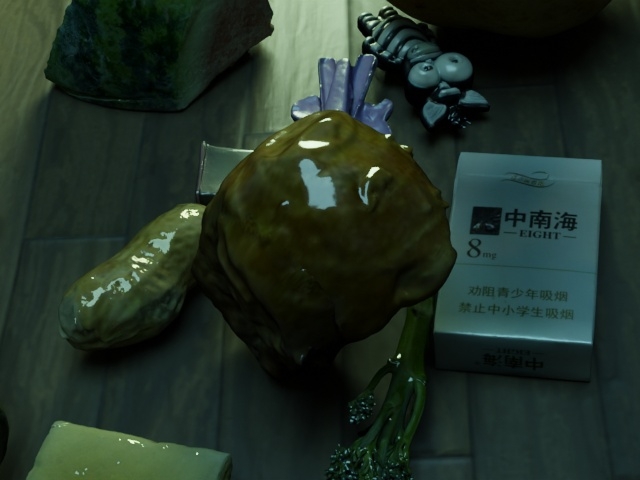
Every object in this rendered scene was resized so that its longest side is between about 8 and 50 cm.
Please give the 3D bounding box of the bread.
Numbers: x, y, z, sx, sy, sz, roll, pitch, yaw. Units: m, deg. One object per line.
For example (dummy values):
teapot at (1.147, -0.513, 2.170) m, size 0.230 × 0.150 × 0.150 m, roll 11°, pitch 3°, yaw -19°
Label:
bread at (-0.179, 0.239, 1.174) m, size 0.178 × 0.060 × 0.139 m, roll 9°, pitch 52°, yaw 15°

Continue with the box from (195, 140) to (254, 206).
box at (-0.103, -0.060, 1.427) m, size 0.063 × 0.060 × 0.084 m, roll 0°, pitch 48°, yaw 2°

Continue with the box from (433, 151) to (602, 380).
box at (0.202, 0.020, 1.308) m, size 0.155 × 0.067 × 0.243 m, roll 6°, pitch 50°, yaw 11°

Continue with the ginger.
ginger at (-0.003, -0.003, 1.210) m, size 0.223 × 0.269 × 0.200 m, roll -40°, pitch 93°, yaw -11°

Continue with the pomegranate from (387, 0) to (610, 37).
pomegranate at (0.222, -0.425, 1.504) m, size 0.417 × 0.416 × 0.416 m, roll -4°, pitch 49°, yaw 5°

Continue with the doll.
doll at (0.115, -0.205, 1.516) m, size 0.091 × 0.067 × 0.219 m, roll -18°, pitch 50°, yaw -22°

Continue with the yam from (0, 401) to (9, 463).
yam at (-0.421, 0.116, 1.233) m, size 0.195 × 0.195 × 0.300 m, roll -23°, pitch 48°, yaw -12°

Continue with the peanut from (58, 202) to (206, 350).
peanut at (-0.177, 0.040, 1.332) m, size 0.099 × 0.099 × 0.214 m, roll 22°, pitch 51°, yaw 25°

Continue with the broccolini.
broccolini at (0.066, 0.097, 1.256) m, size 0.079 × 0.074 × 0.392 m, roll -10°, pitch 44°, yaw 22°

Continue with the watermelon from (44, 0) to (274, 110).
watermelon at (-0.191, -0.290, 1.567) m, size 0.193 × 0.232 × 0.310 m, roll 37°, pitch 107°, yaw 30°

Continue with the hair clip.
hair clip at (0.006, -0.097, 1.433) m, size 0.137 × 0.090 × 0.278 m, roll -5°, pitch 40°, yaw 20°
